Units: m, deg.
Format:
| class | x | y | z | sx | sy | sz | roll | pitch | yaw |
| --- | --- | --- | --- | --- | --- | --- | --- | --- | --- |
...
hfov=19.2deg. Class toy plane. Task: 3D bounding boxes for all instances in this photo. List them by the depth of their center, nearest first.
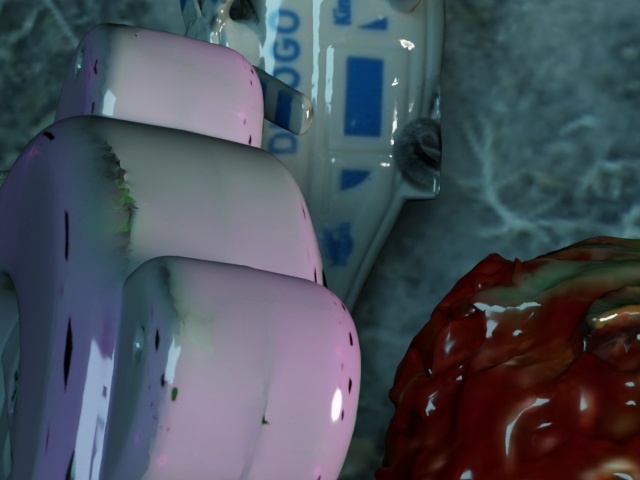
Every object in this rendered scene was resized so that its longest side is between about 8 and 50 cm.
| class | x | y | z | sx | sy | sz | roll | pitch | yaw |
| --- | --- | --- | --- | --- | --- | --- | --- | --- | --- |
| toy plane | 0.004 | 0.001 | 0.639 | 0.107 | 0.182 | 0.273 | 0 | 71 | -21 |

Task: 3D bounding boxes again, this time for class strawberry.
| class | x | y | z | sx | sy | sz | roll | pitch | yaw |
| --- | --- | --- | --- | --- | --- | --- | --- | --- | --- |
| strawberry | 0.092 | 0.127 | 0.556 | 0.205 | 0.205 | 0.244 | 20 | 99 | 17 |

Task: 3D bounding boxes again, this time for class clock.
| class | x | y | z | sx | sy | sz | roll | pitch | yaw |
| --- | --- | --- | --- | --- | --- | --- | --- | --- | --- |
| clock | -0.062 | 0.082 | 0.536 | 0.090 | 0.248 | 0.227 | 9 | 28 | -19 |

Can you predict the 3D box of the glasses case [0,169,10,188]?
| class | x | y | z | sx | sy | sz | roll | pitch | yaw |
| --- | --- | --- | --- | --- | --- | --- | --- | --- | --- |
| glasses case | -0.180 | 0.013 | 0.714 | 0.205 | 0.047 | 0.071 | -2 | 74 | 11 |
